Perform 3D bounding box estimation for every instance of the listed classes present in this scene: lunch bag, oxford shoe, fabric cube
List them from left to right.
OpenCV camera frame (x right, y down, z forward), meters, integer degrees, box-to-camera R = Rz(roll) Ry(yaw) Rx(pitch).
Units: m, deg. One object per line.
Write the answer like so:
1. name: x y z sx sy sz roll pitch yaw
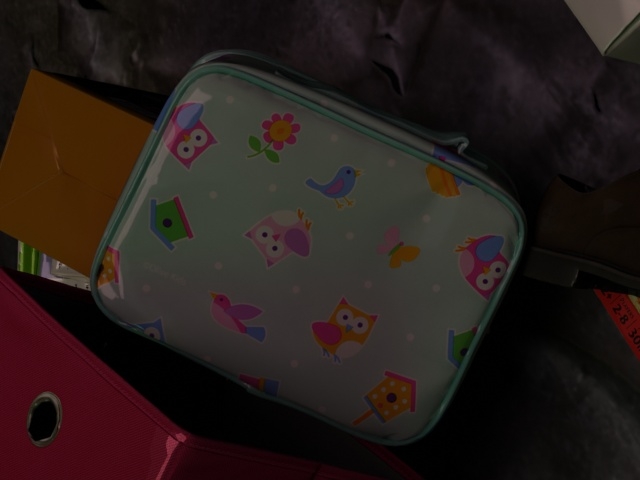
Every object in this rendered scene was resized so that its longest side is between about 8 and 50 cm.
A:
1. fabric cube: -0.130 0.206 1.357 0.254 0.259 0.258 36 101 44
2. lunch bag: 0.000 0.000 1.345 0.279 0.108 0.224 25 99 -3
3. oxford shoe: 0.228 -0.005 1.250 0.227 0.083 0.096 12 92 41

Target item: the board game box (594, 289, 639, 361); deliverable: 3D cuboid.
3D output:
1. board game box: 0.278 0.004 1.291 0.193 0.045 0.147 -46 59 28

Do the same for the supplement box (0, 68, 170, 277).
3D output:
1. supplement box: -0.122 -0.036 1.529 0.191 0.194 0.129 25 101 33

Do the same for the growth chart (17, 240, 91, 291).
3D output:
1. growth chart: -0.192 -0.004 1.715 0.237 0.021 0.172 -10 80 38

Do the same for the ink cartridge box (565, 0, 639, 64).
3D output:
1. ink cartridge box: 0.207 -0.219 1.299 0.092 0.160 0.219 -46 58 29
